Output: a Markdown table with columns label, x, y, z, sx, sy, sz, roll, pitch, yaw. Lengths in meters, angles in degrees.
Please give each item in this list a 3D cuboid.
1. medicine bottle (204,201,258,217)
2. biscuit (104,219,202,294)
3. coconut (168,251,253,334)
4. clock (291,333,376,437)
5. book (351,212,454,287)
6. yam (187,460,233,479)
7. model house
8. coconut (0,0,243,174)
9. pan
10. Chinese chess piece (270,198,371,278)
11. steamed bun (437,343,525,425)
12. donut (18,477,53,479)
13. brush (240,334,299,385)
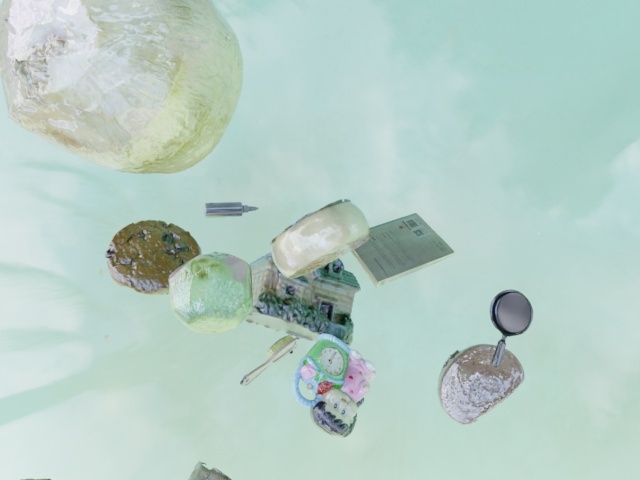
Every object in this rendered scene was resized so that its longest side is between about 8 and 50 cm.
| label | x | y | z | sx | sy | sz | roll | pitch | yaw |
| --- | --- | --- | --- | --- | --- | --- | --- | --- | --- |
| medicine bottle | -0.331 | -0.116 | 1.522 | 0.057 | 0.199 | 0.058 | 176 | 90 | -70 |
| biscuit | -0.529 | 0.047 | 1.313 | 0.296 | 0.296 | 0.075 | 54 | 139 | 17 |
| coconut | -0.286 | 0.128 | 1.090 | 0.236 | 0.204 | 0.236 | -9 | 57 | 14 |
| clock | 0.026 | 0.356 | 0.997 | 0.194 | 0.195 | 0.100 | 37 | 141 | -4 |
| book | 0.239 | 0.016 | 1.251 | 0.025 | 0.282 | 0.215 | 92 | 154 | -45 |
| yam | -0.224 | 0.568 | 0.697 | 0.168 | 0.168 | 0.304 | 2 | 49 | 28 |
| model house | -0.066 | 0.183 | 1.656 | 0.395 | 0.445 | 0.400 | -32 | 39 | 62 |
| coconut | -0.267 | -0.239 | 0.547 | 0.297 | 0.254 | 0.297 | -1 | 86 | 14 |
| pan | 0.550 | 0.261 | 1.198 | 0.136 | 0.028 | 0.235 | 19 | 95 | 58 |
| Chinese chess piece | 0.000 | 0.000 | 1.079 | 0.270 | 0.270 | 0.112 | -32 | 80 | 25 |
| steamed bun | 0.515 | 0.466 | 1.388 | 0.301 | 0.251 | 0.199 | -42 | 74 | 3 |
| donut | -0.588 | 0.579 | 0.806 | 0.074 | 0.174 | 0.190 | -31 | 40 | 40 |
| brush | -0.204 | 0.457 | 1.575 | 0.067 | 0.313 | 0.072 | 29 | 126 | 27 |
